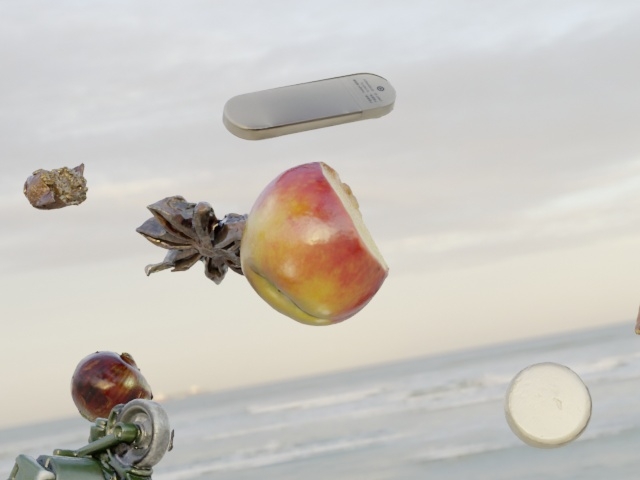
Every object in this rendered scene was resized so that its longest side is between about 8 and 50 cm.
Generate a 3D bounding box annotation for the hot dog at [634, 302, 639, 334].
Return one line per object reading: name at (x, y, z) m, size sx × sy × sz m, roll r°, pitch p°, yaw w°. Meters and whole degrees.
hot dog at (0.462, 0.101, 1.667) m, size 0.021 × 0.083 × 0.037 m, roll 41°, pitch -38°, yaw -18°

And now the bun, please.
bun at (0.350, 0.263, 1.856) m, size 0.138 × 0.138 × 0.094 m, roll -9°, pitch -21°, yaw -8°

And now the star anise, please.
star anise at (-0.164, 0.002, 1.701) m, size 0.230 × 0.081 × 0.262 m, roll 27°, pitch -26°, yaw -31°

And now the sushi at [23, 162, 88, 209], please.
sushi at (-0.304, -0.061, 1.383) m, size 0.055 × 0.052 × 0.120 m, roll -21°, pitch 0°, yaw 16°

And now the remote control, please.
remote control at (-0.011, -0.175, 1.546) m, size 0.245 × 0.077 × 0.022 m, roll -13°, pitch -39°, yaw -25°

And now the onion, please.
onion at (-0.301, 0.209, 1.692) m, size 0.117 × 0.118 × 0.118 m, roll 20°, pitch 7°, yaw 25°

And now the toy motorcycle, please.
toy motorcycle at (-0.263, 0.292, 1.229) m, size 0.127 × 0.275 × 0.205 m, roll 4°, pitch -9°, yaw 44°

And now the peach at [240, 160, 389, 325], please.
peach at (0.000, 0.000, 1.425) m, size 0.190 × 0.192 × 0.190 m, roll 30°, pitch -21°, yaw 13°
